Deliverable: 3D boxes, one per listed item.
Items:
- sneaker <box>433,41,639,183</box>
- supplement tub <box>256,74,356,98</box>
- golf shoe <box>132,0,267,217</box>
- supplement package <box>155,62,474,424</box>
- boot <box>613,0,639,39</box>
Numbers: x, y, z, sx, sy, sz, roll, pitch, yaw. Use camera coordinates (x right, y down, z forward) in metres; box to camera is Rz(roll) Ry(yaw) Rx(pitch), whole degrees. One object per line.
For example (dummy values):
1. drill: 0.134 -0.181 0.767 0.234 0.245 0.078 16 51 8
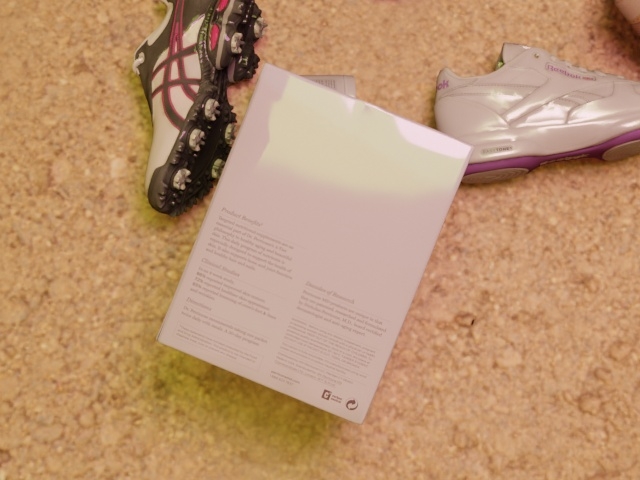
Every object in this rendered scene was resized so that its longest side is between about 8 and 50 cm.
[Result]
1. sneaker: 0.270 -0.157 1.034 0.305 0.114 0.152 -9 78 -4
2. supplement tub: -0.016 -0.146 1.044 0.107 0.071 0.071 -1 77 -2
3. golf shoe: -0.150 -0.154 1.039 0.120 0.105 0.273 10 70 16
4. supplement package: 0.000 0.000 0.913 0.199 0.198 0.263 22 93 3
5. boot: 0.429 -0.282 1.095 0.206 0.090 0.248 32 53 -16
